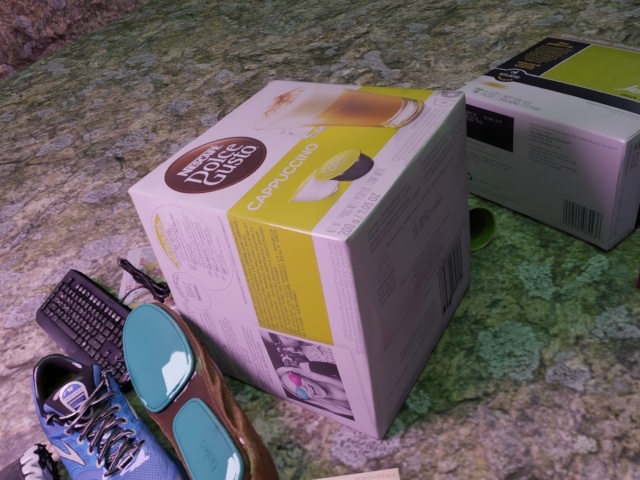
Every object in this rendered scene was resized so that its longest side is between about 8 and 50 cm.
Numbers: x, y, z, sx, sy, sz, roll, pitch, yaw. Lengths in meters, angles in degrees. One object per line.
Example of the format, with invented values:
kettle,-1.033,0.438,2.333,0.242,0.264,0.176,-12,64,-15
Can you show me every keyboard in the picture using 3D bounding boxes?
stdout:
keyboard,-0.365,0.118,1.028,0.317,0.033,0.202,24,67,38

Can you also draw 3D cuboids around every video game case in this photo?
video game case,-0.262,0.063,1.115,0.226,0.026,0.206,-12,37,0

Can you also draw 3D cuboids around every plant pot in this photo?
plant pot,0.255,-0.034,1.055,0.083,0.083,0.079,-20,26,-9

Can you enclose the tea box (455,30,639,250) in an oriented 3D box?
tea box,0.475,-0.201,1.082,0.323,0.220,0.329,-33,42,-23

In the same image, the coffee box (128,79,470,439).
coffee box,0.000,0.000,0.861,0.334,0.338,0.338,13,44,31

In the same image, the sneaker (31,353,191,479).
sneaker,-0.296,0.256,0.777,0.329,0.147,0.129,24,51,37

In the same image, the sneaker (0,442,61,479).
sneaker,-0.372,0.333,0.715,0.106,0.078,0.234,-29,16,-19

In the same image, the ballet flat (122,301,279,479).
ballet flat,-0.159,0.219,0.803,0.116,0.124,0.342,-49,51,0

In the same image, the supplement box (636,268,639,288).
supplement box,0.523,0.040,0.901,0.054,0.043,0.083,20,47,36

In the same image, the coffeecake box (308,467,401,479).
coffeecake box,0.029,0.350,0.625,0.142,0.068,0.186,-9,38,3
